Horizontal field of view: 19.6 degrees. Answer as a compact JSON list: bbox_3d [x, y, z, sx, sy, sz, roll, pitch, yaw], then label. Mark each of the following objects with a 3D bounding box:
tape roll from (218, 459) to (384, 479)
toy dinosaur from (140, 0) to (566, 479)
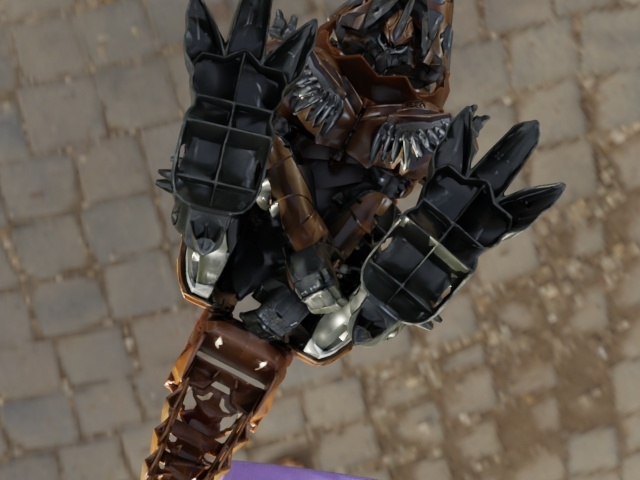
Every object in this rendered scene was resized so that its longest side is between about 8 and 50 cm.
[{"bbox_3d":[0.039,0.248,1.537,0.275,0.275,0.090,13,80,-20],"label":"tape roll"},{"bbox_3d":[0.000,0.000,0.851,0.164,0.322,0.218,7,163,-9],"label":"toy dinosaur"}]
